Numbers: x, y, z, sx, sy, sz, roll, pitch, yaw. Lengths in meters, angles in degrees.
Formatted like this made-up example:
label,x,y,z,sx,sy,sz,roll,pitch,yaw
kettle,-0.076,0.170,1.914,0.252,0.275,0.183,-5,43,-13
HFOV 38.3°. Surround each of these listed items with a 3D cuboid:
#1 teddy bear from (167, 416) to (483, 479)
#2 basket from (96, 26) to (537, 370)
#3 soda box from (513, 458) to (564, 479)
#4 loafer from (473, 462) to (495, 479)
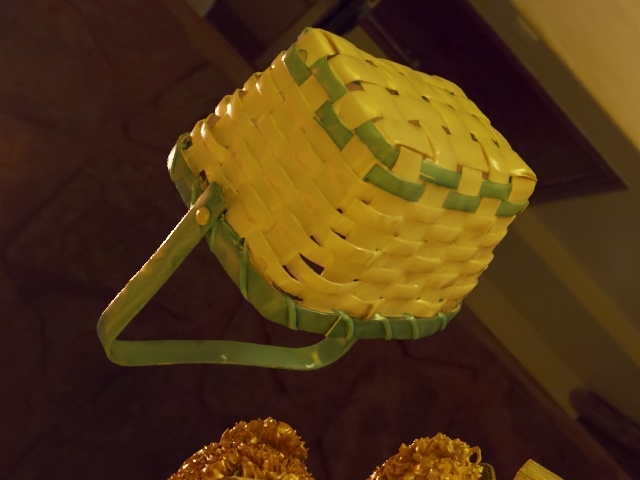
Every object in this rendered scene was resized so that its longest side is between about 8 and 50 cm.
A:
label,x,y,z,sx,sy,sz,roll,pitch,yaw
teddy bear,0.027,0.239,0.550,0.245,0.338,0.113,-40,156,6
basket,0.000,0.000,0.706,0.255,0.201,0.289,9,126,-48
soda box,0.215,0.344,1.045,0.181,0.061,0.058,-63,159,11
loafer,0.208,0.354,1.176,0.056,0.050,0.148,-8,-143,20
